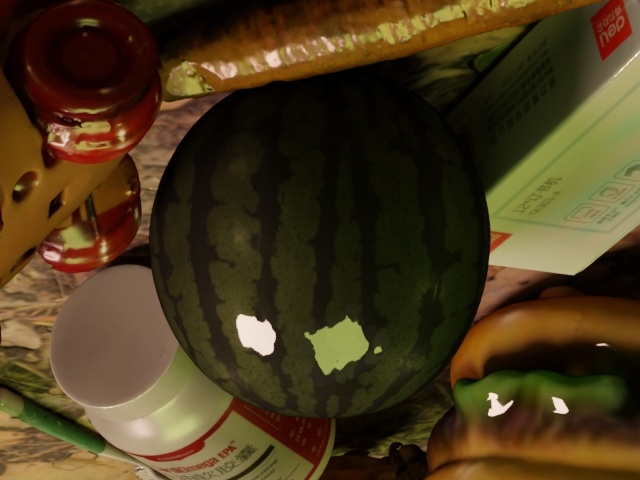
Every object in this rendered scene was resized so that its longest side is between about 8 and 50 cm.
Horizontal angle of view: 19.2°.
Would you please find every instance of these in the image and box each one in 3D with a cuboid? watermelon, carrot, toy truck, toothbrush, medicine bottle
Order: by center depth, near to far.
[{"bbox_3d":[-0.231,-0.060,1.007,0.265,0.239,0.189,-43,166,-27],"label":"toy truck"},{"bbox_3d":[0.027,-0.131,1.052,0.314,0.066,0.066,-14,152,15],"label":"carrot"},{"bbox_3d":[0.000,0.000,1.128,0.212,0.212,0.212,-7,152,-4],"label":"watermelon"},{"bbox_3d":[-0.090,0.112,1.392,0.131,0.131,0.250,-19,151,17],"label":"medicine bottle"},{"bbox_3d":[-0.196,0.167,1.586,0.024,0.018,0.257,-14,153,23],"label":"toothbrush"}]

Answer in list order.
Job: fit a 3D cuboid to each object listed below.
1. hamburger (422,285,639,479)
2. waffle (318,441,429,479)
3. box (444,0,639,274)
[{"bbox_3d":[0.257,0.199,1.450,0.395,0.277,0.396,18,158,7],"label":"hamburger"},{"bbox_3d":[-0.016,0.218,1.585,0.262,0.060,0.280,-15,-175,-26],"label":"waffle"},{"bbox_3d":[0.176,-0.076,1.173,0.135,0.079,0.269,6,149,-28],"label":"box"}]
